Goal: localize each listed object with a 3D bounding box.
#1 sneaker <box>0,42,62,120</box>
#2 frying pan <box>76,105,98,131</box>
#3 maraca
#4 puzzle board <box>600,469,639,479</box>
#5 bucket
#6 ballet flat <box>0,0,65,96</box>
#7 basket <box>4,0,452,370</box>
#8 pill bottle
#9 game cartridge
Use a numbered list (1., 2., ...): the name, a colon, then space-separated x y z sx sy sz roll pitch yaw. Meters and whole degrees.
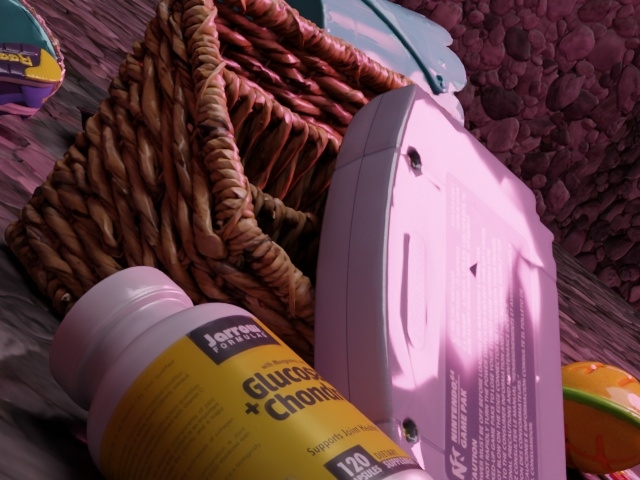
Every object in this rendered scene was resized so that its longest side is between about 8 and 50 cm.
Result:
1. sneaker: -0.273 -0.122 1.155 0.144 0.059 0.053 9 44 -30
2. frying pan: -0.159 -0.089 1.374 0.197 0.053 0.326 17 1 -38
3. maraca: 0.239 0.163 1.394 0.127 0.099 0.185 34 -17 -22
4. puzzle board: 0.309 0.245 1.475 0.096 0.011 0.128 27 13 -42
5. bucket: -0.012 -0.141 1.530 0.183 0.281 0.281 22 15 -39
6. ballet flat: -0.318 -0.200 1.298 0.241 0.091 0.077 39 -13 0
7. basket: 0.000 0.000 0.949 0.299 0.223 0.213 27 13 -48
8. pill bottle: -0.041 0.094 0.690 0.184 0.103 0.103 40 10 28
9. game cartridge: 0.073 0.064 0.872 0.196 0.060 0.294 41 41 -43
